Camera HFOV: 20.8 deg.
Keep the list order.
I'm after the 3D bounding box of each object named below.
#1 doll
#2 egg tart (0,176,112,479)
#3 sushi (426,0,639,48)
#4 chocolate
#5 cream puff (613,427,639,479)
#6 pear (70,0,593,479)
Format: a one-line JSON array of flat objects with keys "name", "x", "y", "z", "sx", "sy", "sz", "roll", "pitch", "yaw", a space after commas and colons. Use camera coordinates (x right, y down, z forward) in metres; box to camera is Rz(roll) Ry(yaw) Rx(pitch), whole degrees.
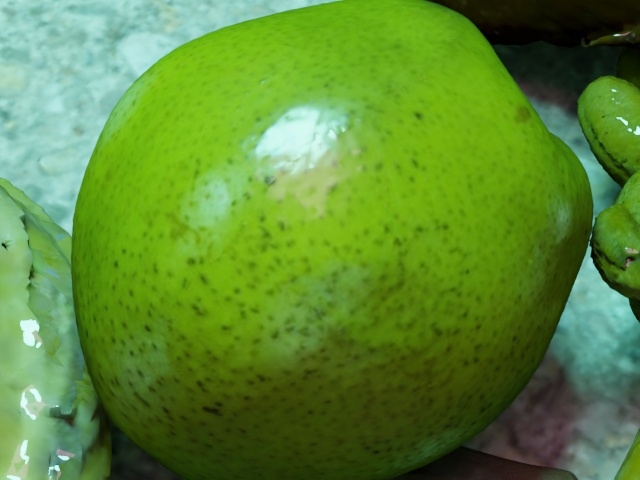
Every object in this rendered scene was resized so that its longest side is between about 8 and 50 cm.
[{"name": "doll", "x": 0.167, "y": -0.016, "z": 0.736, "sx": 0.137, "sy": 0.097, "sz": 0.209, "roll": 21, "pitch": 36, "yaw": -4}, {"name": "egg tart", "x": -0.252, "y": 0.061, "z": 0.655, "sx": 0.351, "sy": 0.150, "sz": 0.352, "roll": -3, "pitch": 52, "yaw": 4}, {"name": "sushi", "x": 0.129, "y": -0.164, "z": 0.778, "sx": 0.296, "sy": 0.167, "sz": 0.179, "roll": 2, "pitch": 47, "yaw": 48}, {"name": "chocolate", "x": 0.051, "y": 0.101, "z": 0.680, "sx": 0.100, "sy": 0.031, "sz": 0.064, "roll": 15, "pitch": 52, "yaw": 15}, {"name": "cream puff", "x": 0.254, "y": 0.138, "z": 0.522, "sx": 0.342, "sy": 0.231, "sz": 0.327, "roll": -13, "pitch": 50, "yaw": 1}, {"name": "pear", "x": -0.001, "y": -0.001, "z": 0.654, "sx": 0.198, "sy": 0.198, "sz": 0.198, "roll": -1, "pitch": 55, "yaw": 2}]
